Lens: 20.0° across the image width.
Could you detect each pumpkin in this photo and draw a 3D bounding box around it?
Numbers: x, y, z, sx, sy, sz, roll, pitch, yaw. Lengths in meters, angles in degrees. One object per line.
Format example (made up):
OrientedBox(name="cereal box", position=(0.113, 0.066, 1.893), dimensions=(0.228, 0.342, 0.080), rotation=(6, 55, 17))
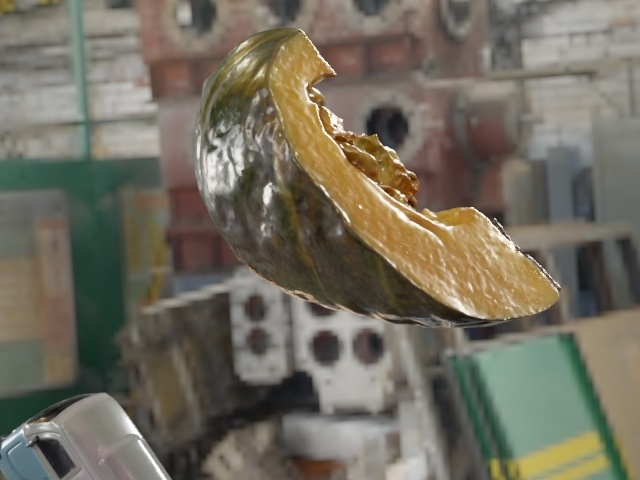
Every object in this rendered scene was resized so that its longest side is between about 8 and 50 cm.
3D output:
OrientedBox(name="pumpkin", position=(0.000, 0.004, 1.227), dimensions=(0.163, 0.278, 0.111), rotation=(-46, 0, 40))

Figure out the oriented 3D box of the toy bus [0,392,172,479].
OrientedBox(name="toy bus", position=(-0.119, 0.142, 1.002), dimensions=(0.075, 0.123, 0.060), rotation=(-40, -9, 38))
